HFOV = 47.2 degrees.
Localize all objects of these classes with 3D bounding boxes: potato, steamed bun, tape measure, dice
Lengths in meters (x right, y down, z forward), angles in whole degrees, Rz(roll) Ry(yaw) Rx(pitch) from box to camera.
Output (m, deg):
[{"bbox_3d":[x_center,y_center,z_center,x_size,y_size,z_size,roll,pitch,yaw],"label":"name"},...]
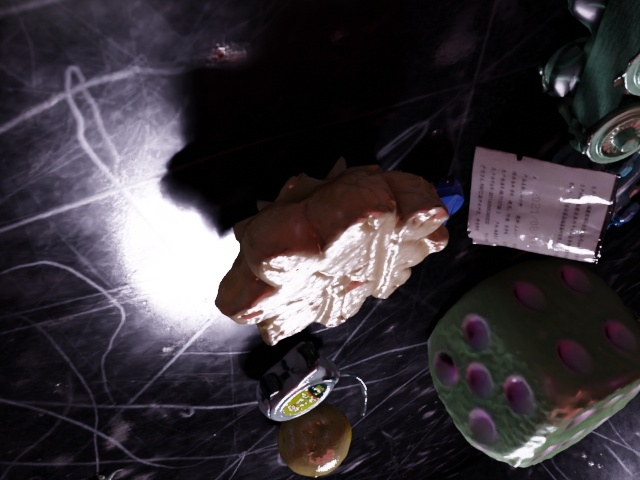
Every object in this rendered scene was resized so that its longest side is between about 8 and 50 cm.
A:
[{"bbox_3d":[-0.014,0.421,1.544,0.157,0.157,0.194,-25,164,-12],"label":"potato"},{"bbox_3d":[0.000,0.000,0.891,0.292,0.137,0.295,2,143,-47],"label":"steamed bun"},{"bbox_3d":[-0.012,0.280,1.362,0.164,0.084,0.330,-32,150,4],"label":"tape measure"},{"bbox_3d":[0.439,0.247,1.499,0.323,0.330,0.318,-14,148,-32],"label":"dice"}]

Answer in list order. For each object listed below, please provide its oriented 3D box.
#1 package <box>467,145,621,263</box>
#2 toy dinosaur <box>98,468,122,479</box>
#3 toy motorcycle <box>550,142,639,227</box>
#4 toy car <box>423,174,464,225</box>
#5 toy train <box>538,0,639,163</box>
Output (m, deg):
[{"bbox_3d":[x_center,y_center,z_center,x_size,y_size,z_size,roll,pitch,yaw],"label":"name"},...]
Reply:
[{"bbox_3d":[0.325,-0.036,1.095,0.250,0.204,0.062,70,36,-58],"label":"package"},{"bbox_3d":[-0.387,0.434,1.308,0.083,0.021,0.062,-20,157,-13],"label":"toy dinosaur"},{"bbox_3d":[0.451,-0.104,1.152,0.206,0.154,0.260,-31,159,-23],"label":"toy motorcycle"},{"bbox_3d":[0.133,-0.010,1.071,0.103,0.063,0.216,-12,145,-34],"label":"toy car"},{"bbox_3d":[0.408,-0.222,0.877,0.238,0.166,0.299,-13,148,-11],"label":"toy train"}]
